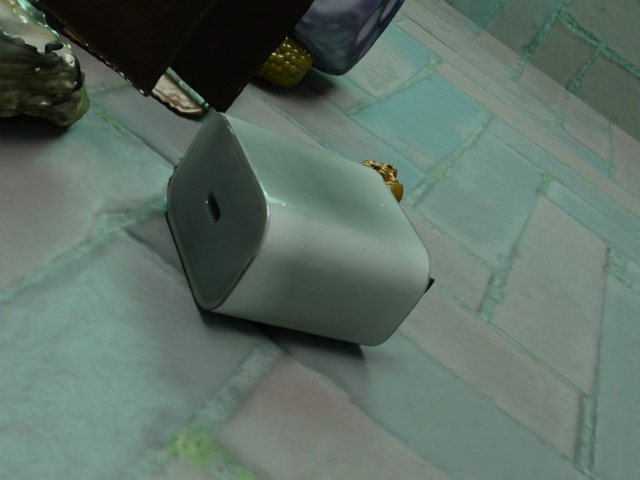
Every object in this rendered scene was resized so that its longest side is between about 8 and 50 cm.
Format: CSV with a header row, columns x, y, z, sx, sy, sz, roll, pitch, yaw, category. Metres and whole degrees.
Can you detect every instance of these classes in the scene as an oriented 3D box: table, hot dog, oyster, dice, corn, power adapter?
x,y,z,sx,sy,sz,roll,pitch,yaw,category
-0.182,-0.301,0.939,0.282,0.196,0.250,42,10,7,table
0.053,-0.067,1.113,0.072,0.055,0.188,41,26,15,hot dog
-0.348,-0.188,0.767,0.351,0.115,0.238,20,19,-39,oyster
-0.001,-0.434,1.360,0.270,0.271,0.270,35,0,3,dice
-0.130,-0.301,1.258,0.261,0.097,0.097,28,25,-18,corn
0.000,0.000,0.847,0.255,0.124,0.187,17,32,-36,power adapter

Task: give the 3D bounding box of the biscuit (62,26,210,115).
x,y,z,sx,sy,sz,roll,pitch,yaw,category
-0.192,-0.272,1.120,0.232,0.013,0.237,34,47,-1,biscuit
